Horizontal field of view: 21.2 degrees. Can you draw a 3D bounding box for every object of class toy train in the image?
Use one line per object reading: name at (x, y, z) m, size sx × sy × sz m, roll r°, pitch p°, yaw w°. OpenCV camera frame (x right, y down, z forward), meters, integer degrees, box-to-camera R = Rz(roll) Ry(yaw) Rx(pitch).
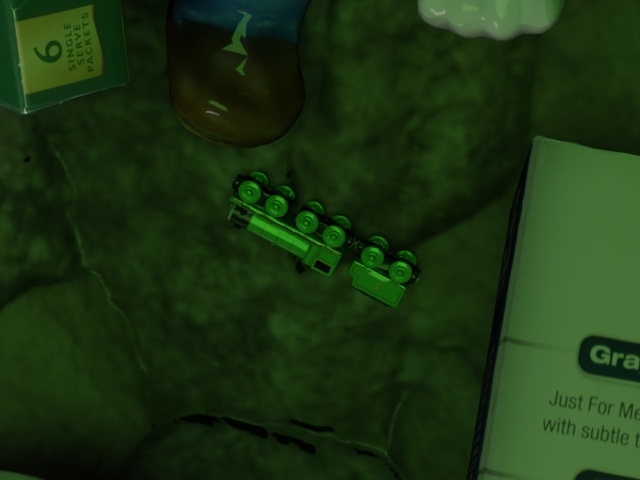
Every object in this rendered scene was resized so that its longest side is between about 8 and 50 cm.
toy train at (0.000, 0.000, 0.674) m, size 0.083 × 0.017 × 0.024 m, roll 28°, pitch 114°, yaw 1°

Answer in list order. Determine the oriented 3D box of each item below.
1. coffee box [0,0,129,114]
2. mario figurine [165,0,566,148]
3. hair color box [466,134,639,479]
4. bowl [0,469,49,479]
coffee box at (-0.127, -0.113, 0.542) m, size 0.040 × 0.184 × 0.113 m, roll -19°, pitch 115°, yaw -33°
mario figurine at (0.000, -0.162, 0.519) m, size 0.320 × 0.198 × 0.170 m, roll -55°, pitch 54°, yaw 35°
hair color box at (0.125, 0.154, 0.578) m, size 0.174 × 0.105 × 0.347 m, roll 10°, pitch 78°, yaw 5°
bowl at (-0.128, 0.178, 0.638) m, size 0.289 × 0.289 × 0.156 m, roll 13°, pitch 59°, yaw 5°
